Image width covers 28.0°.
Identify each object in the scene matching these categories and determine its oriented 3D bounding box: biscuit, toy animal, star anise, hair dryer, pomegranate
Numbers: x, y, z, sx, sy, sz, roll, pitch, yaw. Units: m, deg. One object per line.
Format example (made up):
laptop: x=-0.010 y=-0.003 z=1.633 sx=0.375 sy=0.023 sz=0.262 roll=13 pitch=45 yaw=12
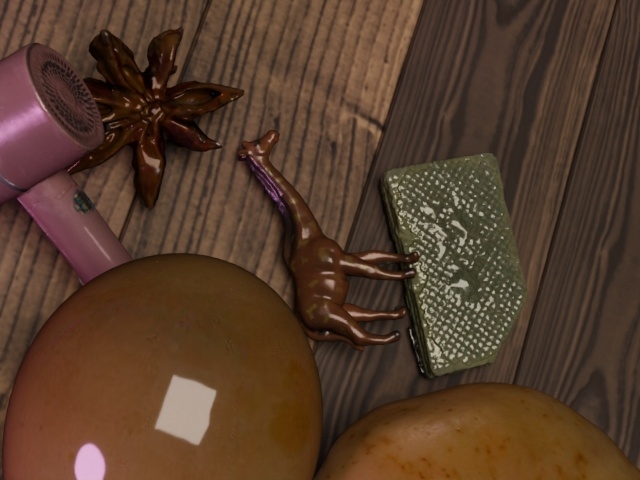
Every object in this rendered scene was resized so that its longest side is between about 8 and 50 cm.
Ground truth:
biscuit: x=0.164 y=0.027 z=1.517 sx=0.150 sy=0.052 sz=0.252 roll=-8 pitch=82 yaw=-20
toy animal: x=0.000 y=0.000 z=1.455 sx=0.230 sy=0.066 sz=0.224 roll=13 pitch=82 yaw=1
star anise: x=-0.201 y=-0.140 z=1.395 sx=0.212 sy=0.111 sz=0.196 roll=18 pitch=90 yaw=-41
hair dryer: x=-0.279 y=-0.008 z=1.330 sx=0.210 sy=0.125 sz=0.352 roll=-28 pitch=113 yaw=14
pomegranate: x=0.166 y=0.333 z=1.271 sx=0.411 sy=0.411 sz=0.411 roll=4 pitch=78 yaw=-18

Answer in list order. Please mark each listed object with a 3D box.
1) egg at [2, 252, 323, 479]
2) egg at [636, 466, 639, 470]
egg: x=-0.153 y=0.196 z=1.235 sx=0.301 sy=0.301 sz=0.374 roll=13 pitch=93 yaw=-16
egg: x=0.345 y=0.324 z=1.490 sx=0.103 sy=0.103 sz=0.135 roll=12 pitch=74 yaw=-16
